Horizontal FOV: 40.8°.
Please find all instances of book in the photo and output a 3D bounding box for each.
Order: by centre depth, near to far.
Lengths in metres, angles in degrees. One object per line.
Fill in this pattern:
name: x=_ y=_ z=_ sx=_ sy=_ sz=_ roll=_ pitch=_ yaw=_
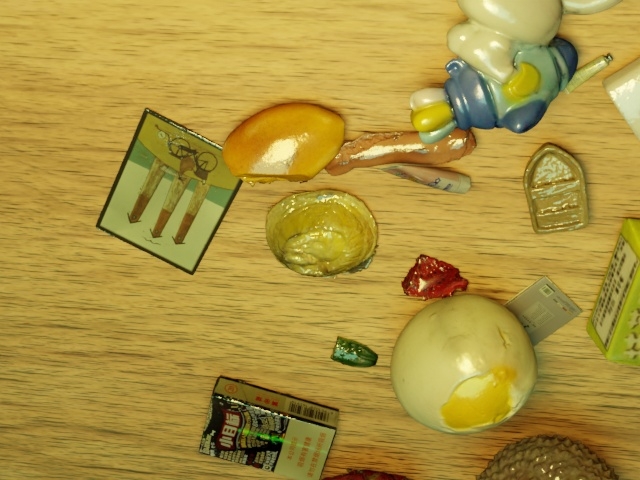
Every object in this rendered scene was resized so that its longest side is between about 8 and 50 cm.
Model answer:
book: x=0.459 y=0.165 z=1.867 sx=0.127 sy=0.014 sz=0.181 roll=40 pitch=118 yaw=-15

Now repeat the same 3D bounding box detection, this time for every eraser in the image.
eraser: x=0.664 y=-0.288 z=1.525 sx=0.270 sy=0.095 sz=0.174 roll=-32 pitch=114 yaw=25

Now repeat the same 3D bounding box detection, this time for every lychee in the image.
lychee: x=0.514 y=0.634 z=1.939 sx=0.380 sy=0.381 sz=0.432 roll=-23 pitch=141 yaw=20

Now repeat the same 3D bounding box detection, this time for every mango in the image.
mango: x=-0.071 y=-0.185 z=1.674 sx=0.252 sy=0.126 sz=0.154 roll=-18 pitch=85 yaw=13

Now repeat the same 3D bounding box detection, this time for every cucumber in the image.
cucumber: x=0.079 y=0.267 z=1.973 sx=0.107 sy=0.035 sz=0.067 roll=17 pitch=120 yaw=-4

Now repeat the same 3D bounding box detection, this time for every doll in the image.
doll: x=0.320 y=-0.335 z=1.515 sx=0.375 sy=0.187 sz=0.366 roll=15 pitch=111 yaw=13

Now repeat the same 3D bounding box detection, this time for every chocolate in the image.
chocolate: x=0.723 y=0.125 z=1.731 sx=0.288 sy=0.137 sz=0.301 roll=10 pitch=121 yaw=3

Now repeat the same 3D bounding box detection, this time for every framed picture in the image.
framed picture: x=-0.318 y=-0.096 z=1.833 sx=0.244 sy=0.013 sz=0.324 roll=27 pitch=120 yaw=-7

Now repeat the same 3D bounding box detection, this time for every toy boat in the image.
toy boat: x=0.456 y=-0.110 z=1.678 sx=0.116 sy=0.061 sz=0.188 roll=-9 pitch=119 yaw=15

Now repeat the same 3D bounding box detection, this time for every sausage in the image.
sausage: x=0.153 y=-0.176 z=1.679 sx=0.304 sy=0.078 sz=0.078 roll=-5 pitch=119 yaw=15

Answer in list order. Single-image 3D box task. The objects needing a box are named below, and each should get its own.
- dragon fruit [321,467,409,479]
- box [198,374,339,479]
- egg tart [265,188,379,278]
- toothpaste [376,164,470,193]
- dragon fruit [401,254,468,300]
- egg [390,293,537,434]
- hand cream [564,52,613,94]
dragon fruit: x=0.114 y=0.703 z=2.072 sx=0.328 sy=0.329 sz=0.329 roll=4 pitch=121 yaw=6
box: x=-0.125 y=0.461 z=2.089 sx=0.310 sy=0.084 sz=0.198 roll=16 pitch=122 yaw=-1
egg tart: x=0.000 y=0.000 z=1.798 sx=0.252 sy=0.098 sz=0.232 roll=17 pitch=125 yaw=-6
toothpaste: x=0.207 y=-0.125 z=1.668 sx=0.194 sy=0.067 sz=0.043 roll=9 pitch=83 yaw=-31
dragon fruit: x=0.245 y=0.098 z=1.831 sx=0.131 sy=0.063 sz=0.097 roll=20 pitch=121 yaw=-4
egg: x=0.285 y=0.262 z=1.792 sx=0.283 sy=0.283 sz=0.345 roll=33 pitch=144 yaw=-11
hand cream: x=0.488 y=-0.309 z=1.581 sx=0.102 sy=0.022 sz=0.035 roll=-33 pitch=111 yaw=30
